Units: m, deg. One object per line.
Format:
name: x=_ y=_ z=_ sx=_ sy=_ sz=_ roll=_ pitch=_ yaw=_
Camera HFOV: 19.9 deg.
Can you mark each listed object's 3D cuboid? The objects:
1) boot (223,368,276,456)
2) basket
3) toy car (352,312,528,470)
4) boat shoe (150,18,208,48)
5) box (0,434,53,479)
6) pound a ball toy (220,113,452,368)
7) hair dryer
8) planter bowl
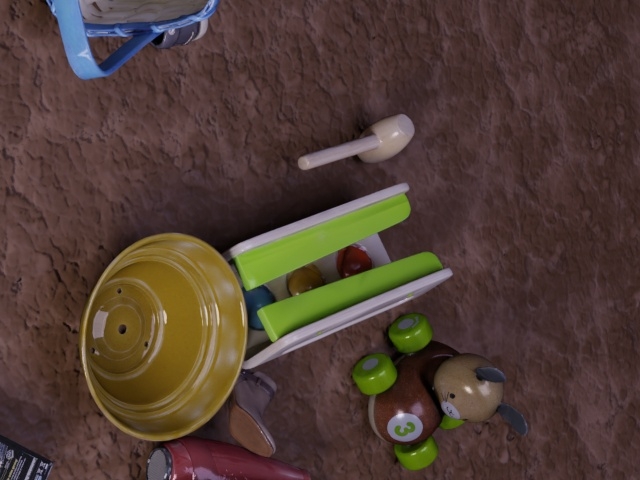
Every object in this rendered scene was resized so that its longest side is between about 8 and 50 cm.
boot: x=-0.075 y=0.181 z=2.030 sx=0.118 sy=0.042 sz=0.087 roll=43 pitch=35 yaw=11
basket: x=-0.197 y=-0.301 z=1.745 sx=0.289 sy=0.201 sz=0.255 roll=-48 pitch=129 yaw=-69
toy car: x=0.162 y=0.189 z=2.193 sx=0.149 sy=0.188 sz=0.155 roll=-47 pitch=122 yaw=-31
boat shoe: x=-0.172 y=-0.300 z=1.918 sx=0.065 sy=0.075 sz=0.206 roll=-32 pitch=119 yaw=-41
box: x=-0.367 y=0.266 z=1.773 sx=0.147 sy=0.077 sz=0.180 roll=35 pitch=70 yaw=-40
pound a ball toy: x=0.000 y=0.000 z=2.090 sx=0.319 sy=0.136 sz=0.208 roll=-22 pitch=82 yaw=-41
hair dryer: x=-0.138 y=0.321 z=2.003 sx=0.293 sy=0.080 sz=0.224 roll=-32 pitch=118 yaw=-20
planter bowl: x=-0.186 y=0.097 z=1.922 sx=0.217 sy=0.090 sz=0.217 roll=-5 pitch=97 yaw=-41
